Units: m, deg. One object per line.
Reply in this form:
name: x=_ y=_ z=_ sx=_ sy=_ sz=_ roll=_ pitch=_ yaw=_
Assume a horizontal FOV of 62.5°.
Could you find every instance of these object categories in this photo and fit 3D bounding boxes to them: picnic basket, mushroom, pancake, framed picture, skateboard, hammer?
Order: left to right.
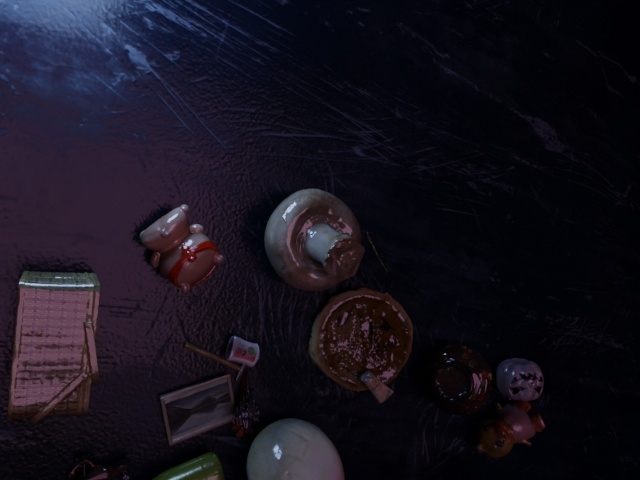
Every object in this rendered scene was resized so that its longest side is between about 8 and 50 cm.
picnic basket: x=-0.598 y=0.234 z=1.207 sx=0.175 sy=0.228 sz=0.313 roll=5 pitch=91 yaw=-27
skateboard: x=-0.566 y=0.584 z=1.351 sx=0.151 sy=0.067 sz=0.080 roll=-1 pitch=86 yaw=-25
framed picture: x=-0.340 y=0.473 z=1.484 sx=0.203 sy=0.015 sz=0.150 roll=-13 pitch=105 yaw=-28
hammer: x=-0.303 y=0.338 z=1.502 sx=0.198 sy=0.013 sz=0.062 roll=32 pitch=79 yaw=-27
mushroom: x=-0.090 y=0.684 z=1.489 sx=0.356 sy=0.315 sz=0.315 roll=-39 pitch=111 yaw=-29
mushroom: x=0.000 y=0.000 z=1.485 sx=0.297 sy=0.290 sz=0.298 roll=-3 pitch=96 yaw=-30
pancake: x=0.135 y=0.317 z=1.685 sx=0.355 sy=0.065 sz=0.356 roll=-1 pitch=96 yaw=-14

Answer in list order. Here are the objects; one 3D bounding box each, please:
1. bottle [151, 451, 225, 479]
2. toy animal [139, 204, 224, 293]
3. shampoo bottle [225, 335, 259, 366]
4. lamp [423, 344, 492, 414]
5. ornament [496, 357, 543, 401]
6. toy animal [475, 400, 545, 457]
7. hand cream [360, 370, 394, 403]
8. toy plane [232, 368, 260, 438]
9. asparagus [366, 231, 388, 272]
bottle: x=-0.393 y=0.672 z=1.422 sx=0.260 sy=0.112 sz=0.112 roll=-14 pitch=101 yaw=-28
toy animal: x=-0.358 y=0.024 z=1.370 sx=0.171 sy=0.171 sz=0.198 roll=-39 pitch=104 yaw=-21
shampoo bottle: x=-0.220 y=0.324 z=1.526 sx=0.099 sy=0.043 sz=0.072 roll=27 pitch=61 yaw=-29
lamp: x=0.479 y=0.486 z=1.841 sx=0.246 sy=0.247 sz=0.247 roll=-3 pitch=95 yaw=-29
ornament: x=0.766 y=0.543 z=2.032 sx=0.177 sy=0.177 sz=0.178 roll=-3 pitch=95 yaw=-29
toy animal: x=0.701 y=0.730 z=2.025 sx=0.281 sy=0.195 sz=0.169 roll=-16 pitch=142 yaw=-31
hand cream: x=0.178 y=0.470 z=1.683 sx=0.061 sy=0.039 sz=0.143 roll=-43 pitch=120 yaw=-2
toy plane: x=-0.212 y=0.471 z=1.531 sx=0.130 sy=0.061 sz=0.189 roll=24 pitch=70 yaw=-59
asparagus: x=0.186 y=0.040 z=1.753 sx=0.016 sy=0.016 sz=0.163 roll=-29 pitch=109 yaw=3
